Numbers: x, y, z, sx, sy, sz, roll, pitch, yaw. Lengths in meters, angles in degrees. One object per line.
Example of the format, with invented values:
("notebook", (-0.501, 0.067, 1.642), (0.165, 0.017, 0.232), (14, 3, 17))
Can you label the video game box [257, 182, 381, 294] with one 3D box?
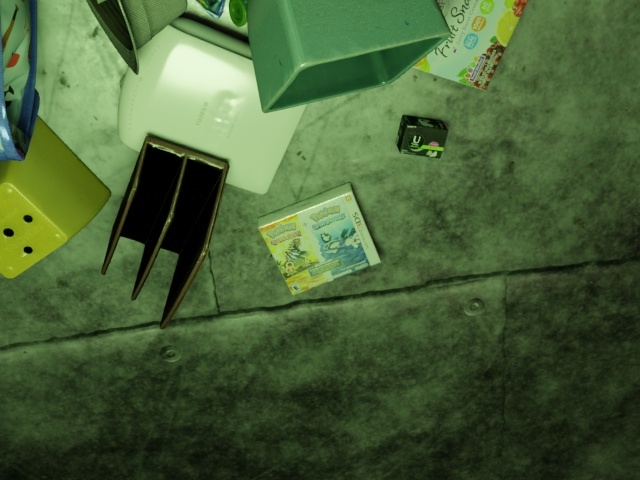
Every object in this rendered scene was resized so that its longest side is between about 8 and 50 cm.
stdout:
("video game box", (0.000, 0.000, 1.483), (0.205, 0.048, 0.187), (-22, 119, 6))

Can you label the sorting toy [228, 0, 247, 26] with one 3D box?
("sorting toy", (-0.122, -0.413, 1.220), (0.042, 0.061, 0.101), (-23, 137, -34))

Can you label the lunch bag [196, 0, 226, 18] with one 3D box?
("lunch bag", (-0.186, -0.438, 1.143), (0.096, 0.128, 0.151), (-14, 120, -4))

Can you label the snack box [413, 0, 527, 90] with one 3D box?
("snack box", (0.249, -0.389, 1.263), (0.175, 0.070, 0.207), (14, 117, -15))

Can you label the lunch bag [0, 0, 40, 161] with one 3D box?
("lunch bag", (-0.596, -0.294, 1.050), (0.328, 0.239, 0.385), (-3, 83, -5))

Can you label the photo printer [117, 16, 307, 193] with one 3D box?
("photo printer", (-0.194, -0.240, 1.277), (0.308, 0.107, 0.256), (19, 117, -18))

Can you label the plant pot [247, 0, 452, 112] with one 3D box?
("plant pot", (0.012, -0.373, 1.124), (0.248, 0.247, 0.252), (-16, 89, -18))

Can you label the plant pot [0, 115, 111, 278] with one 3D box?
("plant pot", (-0.538, -0.061, 1.297), (0.212, 0.187, 0.212), (-32, 119, 12))

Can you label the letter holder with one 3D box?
("letter holder", (-0.295, 0.004, 1.290), (0.152, 0.214, 0.302), (18, 142, -17))

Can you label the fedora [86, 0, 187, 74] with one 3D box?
("fedora", (-0.290, -0.402, 1.104), (0.124, 0.275, 0.243), (-29, 149, -17))

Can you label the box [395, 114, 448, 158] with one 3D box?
("box", (0.194, -0.199, 1.383), (0.083, 0.052, 0.062), (6, 121, -9))
